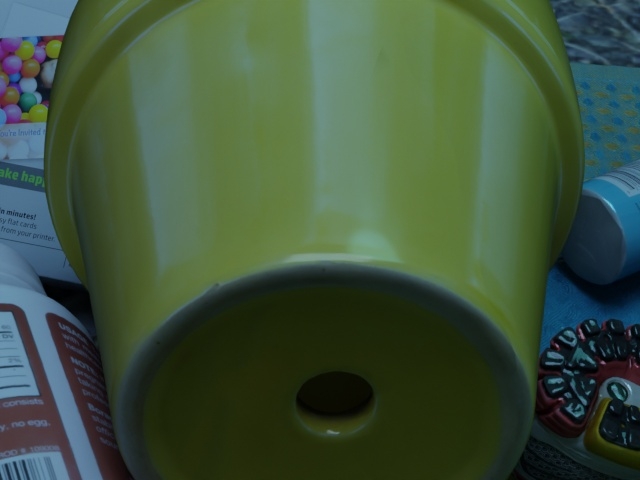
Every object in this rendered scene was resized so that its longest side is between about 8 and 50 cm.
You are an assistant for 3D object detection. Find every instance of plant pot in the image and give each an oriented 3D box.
[{"bbox_3d":[0.000,0.000,0.740,0.254,0.254,0.239,1,37,-4],"label":"plant pot"}]

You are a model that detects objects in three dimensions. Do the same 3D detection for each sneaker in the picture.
[{"bbox_3d":[0.189,0.102,0.790,0.225,0.092,0.088,17,48,-12],"label":"sneaker"}]

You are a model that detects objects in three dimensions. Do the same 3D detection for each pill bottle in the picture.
[{"bbox_3d":[-0.142,0.097,0.734,0.121,0.121,0.216,-10,40,-17],"label":"pill bottle"}]

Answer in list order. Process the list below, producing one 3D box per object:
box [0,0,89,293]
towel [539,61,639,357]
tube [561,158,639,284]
[{"bbox_3d":[-0.145,-0.070,0.923,0.145,0.038,0.186,11,79,8],"label":"box"},{"bbox_3d":[0.261,0.005,0.936,0.370,0.040,0.271,4,46,-3],"label":"towel"},{"bbox_3d":[0.217,-0.033,0.910,0.207,0.052,0.080,-20,60,-31],"label":"tube"}]
